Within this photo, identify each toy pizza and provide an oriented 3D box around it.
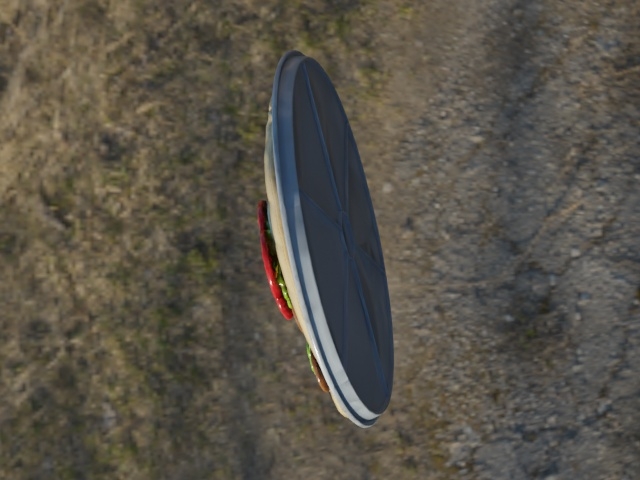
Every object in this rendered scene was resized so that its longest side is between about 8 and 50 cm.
[{"bbox_3d":[0.000,0.000,0.608,0.032,0.201,0.201,-12,81,13],"label":"toy pizza"}]
